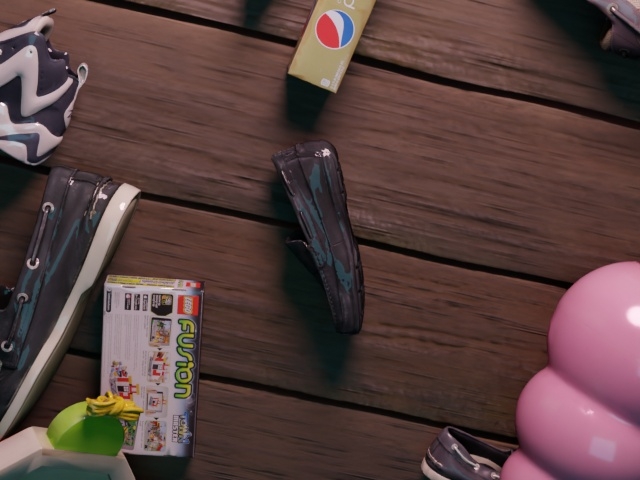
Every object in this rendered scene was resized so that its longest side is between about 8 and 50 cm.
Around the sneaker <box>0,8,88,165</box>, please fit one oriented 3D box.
[{"bbox_3d":[-0.349,-0.200,1.352,0.235,0.094,0.153,35,100,-11],"label":"sneaker"}]

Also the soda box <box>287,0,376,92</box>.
[{"bbox_3d":[0.025,-0.252,1.368,0.058,0.061,0.181,21,104,-7],"label":"soda box"}]

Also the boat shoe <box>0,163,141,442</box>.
[{"bbox_3d":[-0.318,0.069,1.415,0.113,0.127,0.340,28,108,-2],"label":"boat shoe"}]

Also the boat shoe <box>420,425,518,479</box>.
[{"bbox_3d":[0.224,0.274,1.520,0.206,0.075,0.065,19,107,-3],"label":"boat shoe"}]

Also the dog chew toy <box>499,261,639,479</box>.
[{"bbox_3d":[0.309,0.192,1.423,0.207,0.206,0.331,28,98,-10],"label":"dog chew toy"}]

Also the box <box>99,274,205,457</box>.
[{"bbox_3d":[-0.194,0.146,1.485,0.114,0.036,0.207,4,106,-4],"label":"box"}]

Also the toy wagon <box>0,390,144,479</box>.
[{"bbox_3d":[-0.305,0.299,1.446,0.267,0.068,0.344,16,111,-41],"label":"toy wagon"}]

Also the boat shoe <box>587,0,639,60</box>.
[{"bbox_3d":[0.330,-0.237,1.369,0.285,0.103,0.092,43,105,-9],"label":"boat shoe"}]

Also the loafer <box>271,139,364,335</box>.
[{"bbox_3d":[0.000,0.000,1.436,0.078,0.076,0.223,-12,101,6],"label":"loafer"}]
